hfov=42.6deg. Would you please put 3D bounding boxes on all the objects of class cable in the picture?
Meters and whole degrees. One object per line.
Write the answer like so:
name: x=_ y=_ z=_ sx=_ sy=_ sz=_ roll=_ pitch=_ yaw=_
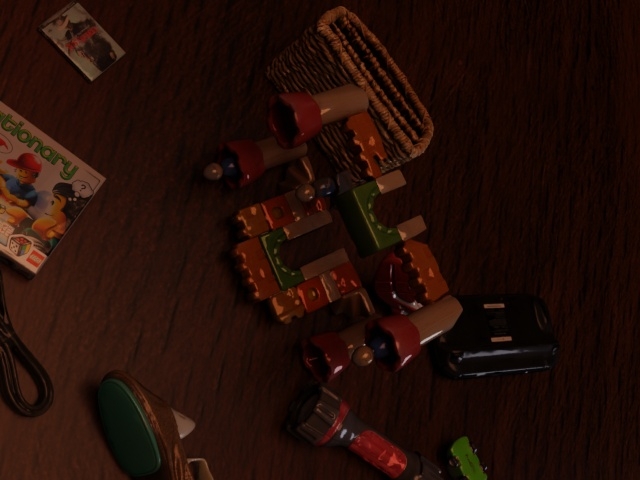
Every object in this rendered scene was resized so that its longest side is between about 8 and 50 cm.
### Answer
cable: x=-0.482 y=0.125 z=1.192 sx=0.287 sy=0.072 sz=0.139 roll=56 pitch=41 yaw=-21

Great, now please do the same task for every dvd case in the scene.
dvd case: x=-0.397 y=-0.332 z=1.367 sx=0.119 sy=0.013 sz=0.087 roll=47 pitch=59 yaw=-11

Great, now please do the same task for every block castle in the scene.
block castle: x=0.000 y=0.000 z=1.348 sx=0.213 sy=0.303 sz=0.453 roll=-23 pitch=89 yaw=-32

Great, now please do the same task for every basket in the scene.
basket: x=0.090 y=-0.286 z=1.522 sx=0.213 sy=0.223 sz=0.299 roll=-42 pitch=99 yaw=-31

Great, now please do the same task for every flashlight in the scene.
flashlight: x=0.084 y=0.362 z=1.422 sx=0.304 sy=0.103 sz=0.103 roll=38 pitch=61 yaw=-17

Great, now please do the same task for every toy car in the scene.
toy car: x=0.297 y=0.474 z=1.550 sx=0.239 sy=0.053 sz=0.225 roll=-29 pitch=93 yaw=-33

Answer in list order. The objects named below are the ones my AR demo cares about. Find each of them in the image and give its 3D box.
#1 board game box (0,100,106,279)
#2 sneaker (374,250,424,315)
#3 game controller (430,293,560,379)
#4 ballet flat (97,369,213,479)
board game box: x=-0.502 y=-0.106 z=1.223 sx=0.305 sy=0.053 sz=0.193 roll=37 pitch=61 yaw=-18
sneaker: x=0.159 y=0.058 z=1.524 sx=0.221 sy=0.087 sz=0.128 roll=71 pitch=28 yaw=-51
game controller: x=0.353 y=0.189 z=1.661 sx=0.319 sy=0.067 sz=0.166 roll=1 pitch=63 yaw=-31
ballet flat: x=-0.228 y=0.344 z=1.248 sx=0.124 sy=0.116 sz=0.342 roll=-22 pitch=90 yaw=-53
